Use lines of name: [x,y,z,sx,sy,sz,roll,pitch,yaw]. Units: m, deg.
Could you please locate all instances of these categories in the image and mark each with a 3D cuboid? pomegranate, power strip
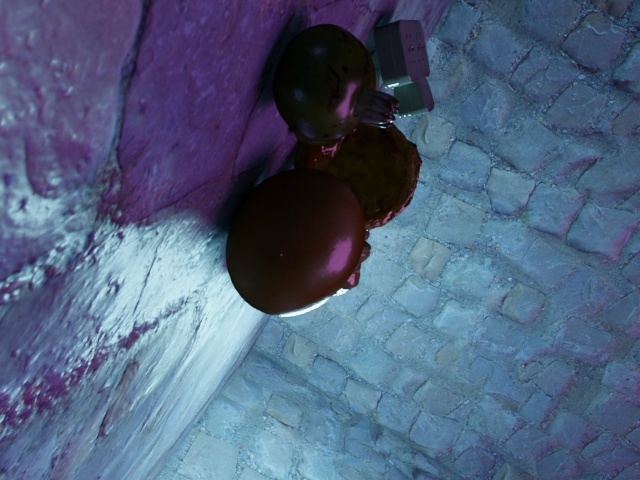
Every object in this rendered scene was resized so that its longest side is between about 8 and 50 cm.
pomegranate: [0.029,-0.238,0.715,0.180,0.210,0.179,-53,159,-31]
power strip: [0.236,-0.496,1.321,0.229,0.141,0.260,-40,120,-52]

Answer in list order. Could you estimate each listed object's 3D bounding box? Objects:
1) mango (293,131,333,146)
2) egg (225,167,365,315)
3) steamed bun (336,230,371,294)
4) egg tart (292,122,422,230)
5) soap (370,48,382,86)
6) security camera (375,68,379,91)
mango: [0.023,-0.291,1.036,0.233,0.111,0.125,-38,151,-45]
egg: [-0.058,0.008,0.972,0.351,0.283,0.282,-60,176,32]
steamed bun: [0.003,0.000,1.343,0.230,0.325,0.372,-56,153,-19]
egg tart: [0.089,-0.173,1.170,0.341,0.342,0.129,-58,175,-15]
soap: [0.141,-0.479,1.400,0.197,0.067,0.119,-58,177,-14]
security camera: [0.085,-0.348,1.268,0.157,0.080,0.301,18,106,-54]
